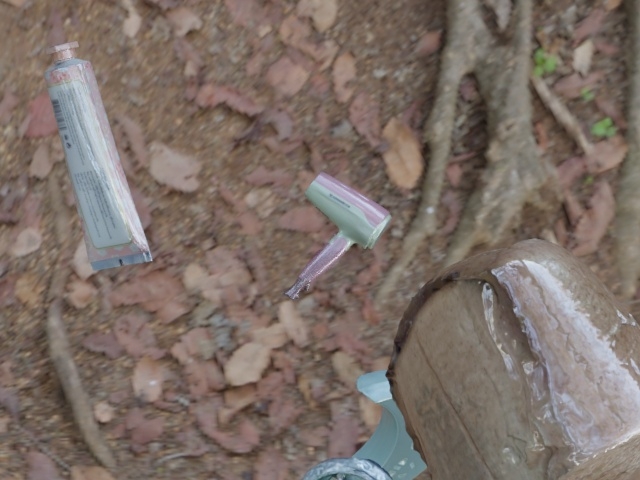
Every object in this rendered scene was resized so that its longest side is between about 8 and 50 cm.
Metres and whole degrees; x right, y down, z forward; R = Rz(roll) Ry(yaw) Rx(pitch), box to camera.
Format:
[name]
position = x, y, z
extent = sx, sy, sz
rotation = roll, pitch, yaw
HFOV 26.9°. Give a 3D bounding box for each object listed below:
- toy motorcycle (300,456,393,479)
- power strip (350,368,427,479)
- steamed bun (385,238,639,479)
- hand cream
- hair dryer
[toy motorcycle]
position = 0.070, 0.318, 1.120
extent = 0.296, 0.109, 0.198
rotation = 38, 115, -8
[power strip]
position = 0.091, 0.272, 1.806
extent = 0.168, 0.253, 0.054
rotation = -4, 42, -25
[steamed bun]
position = 0.204, 0.136, 1.224
extent = 0.199, 0.301, 0.251
rotation = -14, 66, -24
[hand cream]
position = -0.207, -0.076, 1.218
extent = 0.043, 0.067, 0.209
rotation = -35, 113, -64
[hair dryer]
position = 0.004, 0.006, 1.615
extent = 0.106, 0.054, 0.154
rotation = 32, 90, 2
